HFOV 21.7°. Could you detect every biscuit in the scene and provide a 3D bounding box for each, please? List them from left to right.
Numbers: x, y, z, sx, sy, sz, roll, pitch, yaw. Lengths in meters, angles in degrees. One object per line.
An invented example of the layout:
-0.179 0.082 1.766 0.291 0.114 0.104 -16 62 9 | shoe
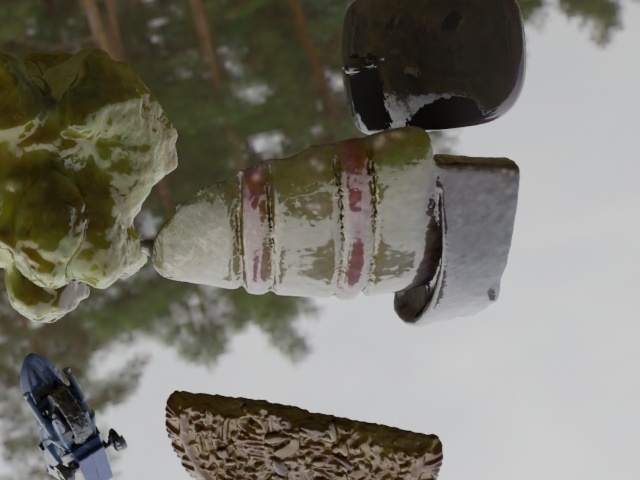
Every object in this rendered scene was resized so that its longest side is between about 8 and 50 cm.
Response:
-0.016 0.172 1.238 0.206 0.126 0.025 10 -143 6 | biscuit

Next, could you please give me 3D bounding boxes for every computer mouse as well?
0.080 -0.147 1.346 0.057 0.120 0.232 -6 -176 -33 | computer mouse

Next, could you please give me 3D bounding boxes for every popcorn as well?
-0.268 -0.066 1.676 0.276 0.276 0.225 -13 175 -1 | popcorn

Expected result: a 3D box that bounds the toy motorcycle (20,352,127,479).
-0.261 0.209 1.757 0.076 0.205 0.114 -33 -128 -20 | toy motorcycle

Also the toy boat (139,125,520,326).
0.032 -0.006 1.371 0.293 0.111 0.276 7 151 -22 | toy boat
